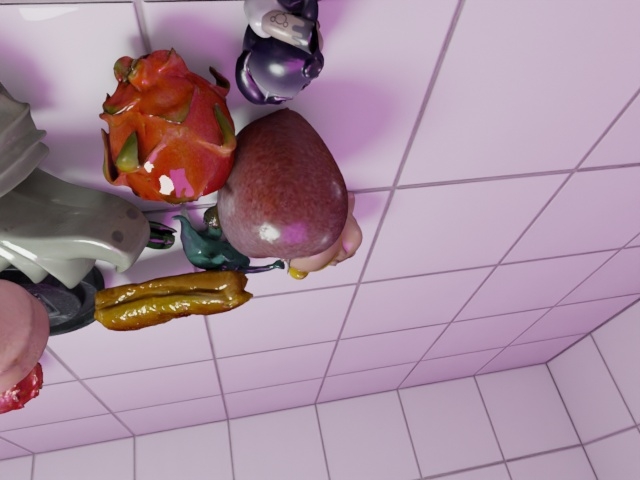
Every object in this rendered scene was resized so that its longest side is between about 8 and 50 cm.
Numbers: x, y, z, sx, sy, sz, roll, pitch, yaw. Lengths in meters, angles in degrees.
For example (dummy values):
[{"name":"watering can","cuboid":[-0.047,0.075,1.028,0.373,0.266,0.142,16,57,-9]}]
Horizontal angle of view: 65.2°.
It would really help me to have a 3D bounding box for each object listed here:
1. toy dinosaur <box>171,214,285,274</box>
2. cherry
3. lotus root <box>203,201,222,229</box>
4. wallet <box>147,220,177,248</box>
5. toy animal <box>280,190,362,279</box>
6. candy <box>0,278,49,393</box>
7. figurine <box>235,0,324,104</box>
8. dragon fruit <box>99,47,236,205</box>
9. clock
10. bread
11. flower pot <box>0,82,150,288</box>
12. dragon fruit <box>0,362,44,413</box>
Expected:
[{"name":"toy dinosaur","cuboid":[-0.293,0.056,1.256,0.331,0.129,0.383,-25,147,36]},{"name":"cherry","cuboid":[-0.072,-0.090,0.905,0.221,0.308,0.261,-2,-179,-38]},{"name":"lotus root","cuboid":[-0.150,-0.065,1.081,0.209,0.120,0.120,-15,150,-6]},{"name":"wallet","cuboid":[-0.436,-0.025,1.051,0.236,0.055,0.160,15,166,-29]},{"name":"toy animal","cuboid":[-0.003,0.000,1.149,0.165,0.149,0.248,-26,-176,33]},{"name":"candy","cuboid":[-0.697,0.195,1.032,0.255,0.255,0.094,-12,148,-2]},{"name":"figurine","cuboid":[-0.059,-0.276,0.732,0.145,0.145,0.222,-11,167,-4]},{"name":"dragon fruit","cuboid":[-0.238,-0.168,0.784,0.224,0.227,0.224,-11,-174,1]},{"name":"clock","cuboid":[-0.728,0.135,1.223,0.386,0.076,0.386,-10,150,-6]},{"name":"bread","cuboid":[-0.343,0.147,1.214,0.380,0.109,0.185,-11,166,11]},{"name":"flower pot","cuboid":[-0.478,-0.063,0.793,0.254,0.165,0.367,-22,125,31]},{"name":"dragon fruit","cuboid":[-0.971,0.418,1.484,0.268,0.210,0.205,11,125,-25]}]
